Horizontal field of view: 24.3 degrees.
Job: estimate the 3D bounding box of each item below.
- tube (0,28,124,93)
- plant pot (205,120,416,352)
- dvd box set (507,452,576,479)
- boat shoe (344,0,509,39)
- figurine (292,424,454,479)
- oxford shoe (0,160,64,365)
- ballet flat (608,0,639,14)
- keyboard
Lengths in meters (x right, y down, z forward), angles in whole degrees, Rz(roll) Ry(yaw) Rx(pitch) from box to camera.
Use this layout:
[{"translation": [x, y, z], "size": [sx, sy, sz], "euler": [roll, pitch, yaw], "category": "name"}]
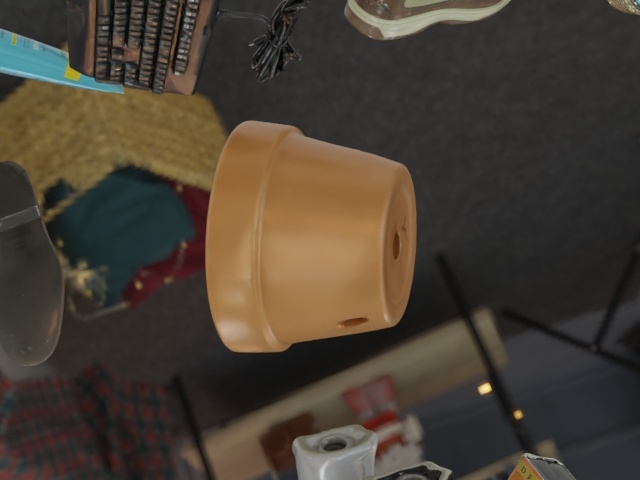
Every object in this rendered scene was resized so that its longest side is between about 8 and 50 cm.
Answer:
[{"translation": [-0.319, -0.198, 1.628], "size": [0.207, 0.080, 0.052], "euler": [14, 114, -19], "category": "tube"}, {"translation": [0.000, 0.000, 1.831], "size": [0.203, 0.291, 0.291], "euler": [3, 157, 16], "category": "plant pot"}, {"translation": [0.197, 0.473, 1.497], "size": [0.062, 0.307, 0.420], "euler": [15, 112, -36], "category": "dvd box set"}, {"translation": [0.140, -0.290, 1.606], "size": [0.257, 0.095, 0.095], "euler": [-28, 150, -42], "category": "boat shoe"}, {"translation": [0.058, 0.323, 1.569], "size": [0.092, 0.215, 0.209], "euler": [-16, 110, -30], "category": "figurine"}, {"translation": [-0.287, 0.030, 1.459], "size": [0.076, 0.212, 0.076], "euler": [-11, 155, -2], "category": "oxford shoe"}, {"translation": [0.296, -0.331, 1.589], "size": [0.073, 0.206, 0.067], "euler": [-29, -170, -19], "category": "ballet flat"}, {"translation": [-0.103, -0.177, 1.197], "size": [0.201, 0.033, 0.317], "euler": [3, 166, -8], "category": "keyboard"}]
